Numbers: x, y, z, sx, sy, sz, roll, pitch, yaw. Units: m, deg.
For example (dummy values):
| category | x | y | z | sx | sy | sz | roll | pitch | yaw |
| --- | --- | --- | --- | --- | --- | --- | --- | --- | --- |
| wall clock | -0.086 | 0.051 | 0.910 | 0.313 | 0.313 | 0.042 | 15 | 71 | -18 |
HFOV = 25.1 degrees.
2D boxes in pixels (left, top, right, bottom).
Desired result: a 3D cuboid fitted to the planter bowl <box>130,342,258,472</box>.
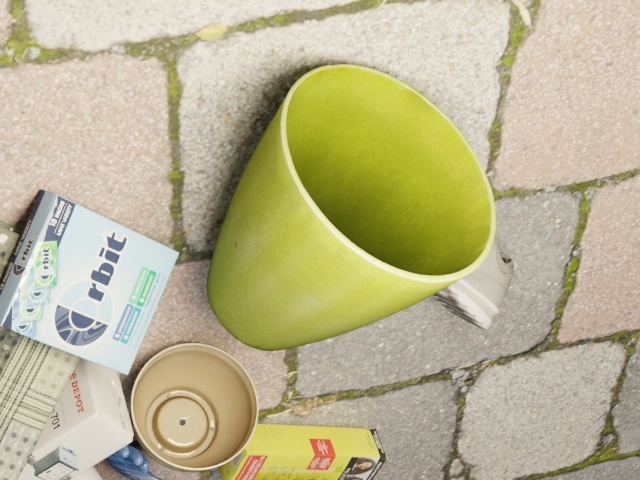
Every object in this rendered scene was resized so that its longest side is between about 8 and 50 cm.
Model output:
| category | x | y | z | sx | sy | sz | roll | pitch | yaw |
| --- | --- | --- | --- | --- | --- | --- | --- | --- | --- |
| planter bowl | -0.169 | 0.224 | 1.835 | 0.162 | 0.162 | 0.109 | -7 | 161 | -19 |

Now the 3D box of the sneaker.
| category | x | y | z | sx | sy | sz | roll | pitch | yaw |
| --- | --- | --- | --- | --- | --- | --- | --- | --- | --- |
| sneaker | 0.155 | -0.006 | 1.802 | 0.115 | 0.105 | 0.281 | -54 | 136 | -12 |

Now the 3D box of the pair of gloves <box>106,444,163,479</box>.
| category | x | y | z | sx | sy | sz | roll | pitch | yaw |
| --- | --- | --- | --- | --- | --- | --- | --- | --- | --- |
| pair of gloves | -0.250 | 0.287 | 1.870 | 0.198 | 0.159 | 0.023 | 45 | 65 | -41 |

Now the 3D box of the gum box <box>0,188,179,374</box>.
| category | x | y | z | sx | sy | sz | roll | pitch | yaw |
| --- | --- | --- | --- | --- | --- | --- | --- | --- | --- |
| gum box | -0.265 | 0.050 | 1.621 | 0.184 | 0.041 | 0.157 | 29 | 81 | -41 |

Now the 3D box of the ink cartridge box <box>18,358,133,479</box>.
| category | x | y | z | sx | sy | sz | roll | pitch | yaw |
| --- | --- | --- | --- | --- | --- | --- | --- | --- | --- |
| ink cartridge box | -0.338 | 0.225 | 1.753 | 0.190 | 0.140 | 0.082 | -33 | 135 | 9 |

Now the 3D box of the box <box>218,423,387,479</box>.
| category | x | y | z | sx | sy | sz | roll | pitch | yaw |
| --- | --- | --- | --- | --- | --- | --- | --- | --- | --- |
| box | -0.025 | 0.310 | 2.045 | 0.232 | 0.058 | 0.087 | 9 | 130 | -31 |

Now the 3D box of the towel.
| category | x | y | z | sx | sy | sz | roll | pitch | yaw |
| --- | --- | --- | --- | --- | --- | --- | --- | --- | --- |
| towel | -0.409 | 0.124 | 1.585 | 0.312 | 0.056 | 0.324 | 33 | 81 | -41 |

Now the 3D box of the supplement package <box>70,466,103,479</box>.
| category | x | y | z | sx | sy | sz | roll | pitch | yaw |
| --- | --- | --- | --- | --- | --- | --- | --- | --- | --- |
| supplement package | -0.401 | 0.424 | 1.836 | 0.293 | 0.177 | 0.175 | -28 | 108 | 14 |

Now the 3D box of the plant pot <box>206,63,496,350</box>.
| category | x | y | z | sx | sy | sz | roll | pitch | yaw |
| --- | --- | --- | --- | --- | --- | --- | --- | --- | --- |
| plant pot | 0.000 | 0.000 | 1.615 | 0.274 | 0.275 | 0.293 | 10 | 143 | -32 |
